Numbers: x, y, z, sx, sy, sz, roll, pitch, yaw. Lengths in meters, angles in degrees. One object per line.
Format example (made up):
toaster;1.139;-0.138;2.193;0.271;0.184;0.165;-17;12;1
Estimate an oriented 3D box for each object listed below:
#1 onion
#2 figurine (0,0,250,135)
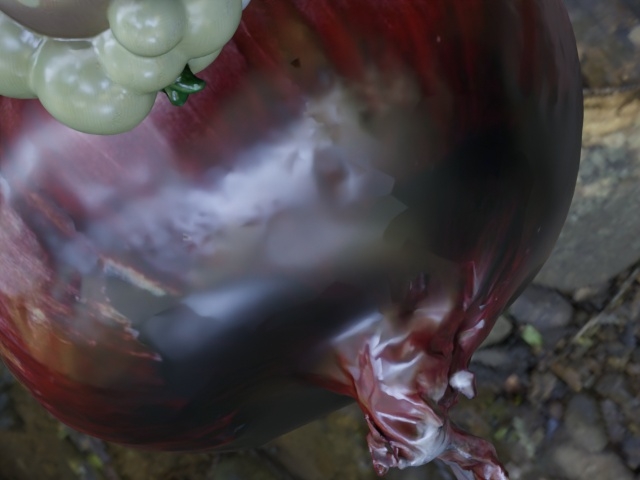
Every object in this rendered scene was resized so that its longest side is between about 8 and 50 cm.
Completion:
onion;0.000;0.000;0.545;0.285;0.273;0.273;59;141;23
figurine;-0.066;-0.111;0.325;0.147;0.093;0.197;28;153;30
